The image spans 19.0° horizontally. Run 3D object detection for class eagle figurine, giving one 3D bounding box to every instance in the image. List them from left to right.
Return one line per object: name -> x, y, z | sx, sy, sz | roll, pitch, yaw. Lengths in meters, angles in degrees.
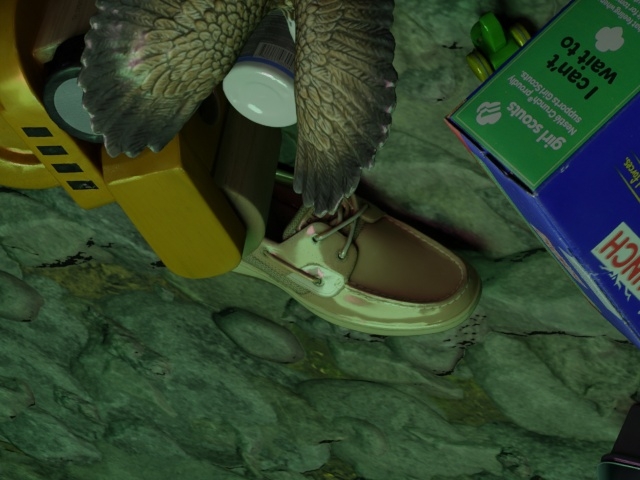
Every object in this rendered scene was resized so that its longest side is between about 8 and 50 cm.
eagle figurine -> -0.028, -0.191, 1.522 | 0.226, 0.298, 0.225 | -14, 131, 45

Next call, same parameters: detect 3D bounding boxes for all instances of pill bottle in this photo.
pill bottle -> -0.027, -0.175, 1.698 | 0.078, 0.137, 0.078 | 17, 146, 12

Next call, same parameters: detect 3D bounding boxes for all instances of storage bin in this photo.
storage bin -> 0.380, 0.241, 2.077 | 0.135, 0.091, 0.098 | 12, 146, 20

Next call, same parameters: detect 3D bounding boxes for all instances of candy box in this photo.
candy box -> 0.289, -0.095, 1.403 | 0.122, 0.317, 0.268 | 44, 178, 45

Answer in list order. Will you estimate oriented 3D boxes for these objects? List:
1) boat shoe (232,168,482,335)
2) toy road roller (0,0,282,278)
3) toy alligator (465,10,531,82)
boat shoe -> 0.000, 0.000, 1.950 | 0.341, 0.121, 0.110 | 17, 148, 15
toy road roller -> -0.206, -0.115, 1.798 | 0.241, 0.202, 0.329 | -14, 134, 25
toy alligator -> 0.171, -0.142, 1.700 | 0.189, 0.056, 0.051 | 57, 178, -42
